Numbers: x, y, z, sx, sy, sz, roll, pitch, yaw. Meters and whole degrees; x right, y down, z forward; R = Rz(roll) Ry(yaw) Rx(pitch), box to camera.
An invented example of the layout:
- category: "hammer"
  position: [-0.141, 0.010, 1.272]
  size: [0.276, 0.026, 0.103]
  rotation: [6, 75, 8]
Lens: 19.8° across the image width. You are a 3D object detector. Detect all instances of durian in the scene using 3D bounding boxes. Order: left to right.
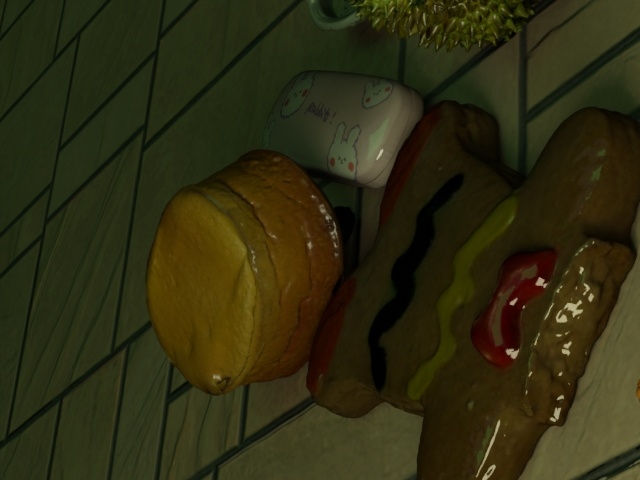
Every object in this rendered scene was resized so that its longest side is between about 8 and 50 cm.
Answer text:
- category: "durian"
  position: [0.134, -0.286, 1.752]
  size: [0.200, 0.176, 0.237]
  rotation: [-39, 30, 60]

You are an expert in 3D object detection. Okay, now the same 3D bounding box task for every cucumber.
- category: "cucumber"
  position: [0.000, 0.000, 1.924]
  size: [0.105, 0.048, 0.048]
  rotation: [-41, 36, 39]

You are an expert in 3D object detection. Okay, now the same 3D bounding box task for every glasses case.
- category: "glasses case"
  position: [0.019, -0.120, 1.948]
  size: [0.297, 0.075, 0.113]
  rotation: [15, 81, 63]

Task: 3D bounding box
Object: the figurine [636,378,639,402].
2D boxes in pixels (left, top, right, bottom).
- category: "figurine"
  position: [0.277, 0.100, 1.311]
  size: [0.109, 0.047, 0.064]
  rotation: [-30, 36, 38]

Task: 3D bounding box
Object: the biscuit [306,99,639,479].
- category: "biscuit"
  position: [0.125, 0.029, 1.627]
  size: [0.368, 0.076, 0.394]
  rotation: [-66, 25, 5]

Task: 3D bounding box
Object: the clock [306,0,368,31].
- category: "clock"
  position: [0.071, -0.333, 2.049]
  size: [0.236, 0.053, 0.236]
  rotation: [-41, 36, 38]

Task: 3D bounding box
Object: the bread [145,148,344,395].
- category: "bread"
  position: [-0.076, 0.035, 1.865]
  size: [0.195, 0.142, 0.270]
  rotation: [46, 139, 28]
